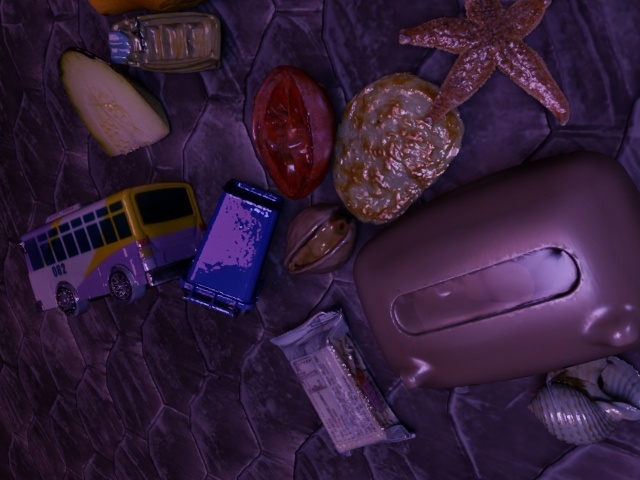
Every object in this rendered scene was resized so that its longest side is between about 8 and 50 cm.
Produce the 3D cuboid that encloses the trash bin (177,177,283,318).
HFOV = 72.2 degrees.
[{"bbox_3d":[-0.168,0.014,0.868,0.162,0.184,0.235,22,107,-6],"label":"trash bin"}]

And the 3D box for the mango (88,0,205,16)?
[{"bbox_3d":[-0.305,-0.522,0.823,0.359,0.144,0.187,7,79,25],"label":"mango"}]

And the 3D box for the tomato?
[{"bbox_3d":[-0.035,-0.188,0.776,0.228,0.101,0.228,31,127,53],"label":"tomato"}]

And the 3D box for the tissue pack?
[{"bbox_3d":[0.242,0.049,0.613,0.387,0.277,0.267,-23,89,30],"label":"tissue pack"}]

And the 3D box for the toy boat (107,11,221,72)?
[{"bbox_3d":[-0.306,-0.403,0.902,0.276,0.084,0.111,7,104,23],"label":"toy boat"}]

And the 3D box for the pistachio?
[{"bbox_3d":[0.000,0.000,0.787,0.126,0.152,0.223,46,162,-3],"label":"pistachio"}]

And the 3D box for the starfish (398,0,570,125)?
[{"bbox_3d":[0.233,-0.268,0.639,0.231,0.048,0.295,-30,87,6],"label":"starfish"}]

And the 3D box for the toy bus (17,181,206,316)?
[{"bbox_3d":[-0.492,0.021,1.036,0.439,0.209,0.249,-15,95,30],"label":"toy bus"}]

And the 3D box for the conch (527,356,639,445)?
[{"bbox_3d":[0.400,0.238,0.676,0.153,0.102,0.135,-13,85,-2],"label":"conch"}]

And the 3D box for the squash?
[{"bbox_3d":[-0.487,-0.303,0.985,0.236,0.155,0.204,-9,97,29],"label":"squash"}]

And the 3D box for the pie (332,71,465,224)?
[{"bbox_3d":[0.115,-0.154,0.734,0.201,0.090,0.248,50,121,14],"label":"pie"}]

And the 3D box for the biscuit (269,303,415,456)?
[{"bbox_3d":[0.043,0.297,0.898,0.186,0.079,0.309,-33,86,29],"label":"biscuit"}]
